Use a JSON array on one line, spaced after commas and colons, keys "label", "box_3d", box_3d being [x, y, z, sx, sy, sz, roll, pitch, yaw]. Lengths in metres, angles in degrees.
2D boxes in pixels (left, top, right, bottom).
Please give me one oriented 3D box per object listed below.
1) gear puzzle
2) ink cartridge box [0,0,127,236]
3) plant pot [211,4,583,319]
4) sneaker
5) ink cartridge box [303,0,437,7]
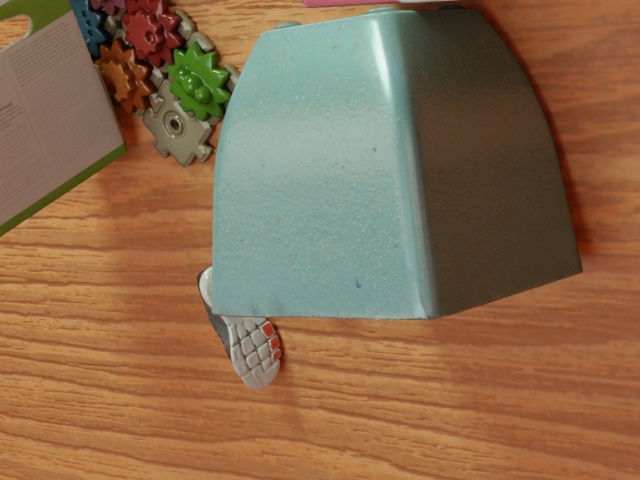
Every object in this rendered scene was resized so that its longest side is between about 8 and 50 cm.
[{"label": "gear puzzle", "box_3d": [-0.173, -0.165, 1.467, 0.339, 0.044, 0.175, 48, 135, 8]}, {"label": "ink cartridge box", "box_3d": [-0.337, -0.159, 1.454, 0.097, 0.189, 0.255, 34, 151, 38]}, {"label": "plant pot", "box_3d": [0.059, -0.075, 1.199, 0.248, 0.247, 0.252, -1, 97, 41]}, {"label": "sneaker", "box_3d": [-0.096, 0.096, 1.562, 0.065, 0.061, 0.157, 10, 123, 68]}, {"label": "ink cartridge box", "box_3d": [0.065, -0.345, 1.107, 0.207, 0.117, 0.283, 5, 117, 38]}]
